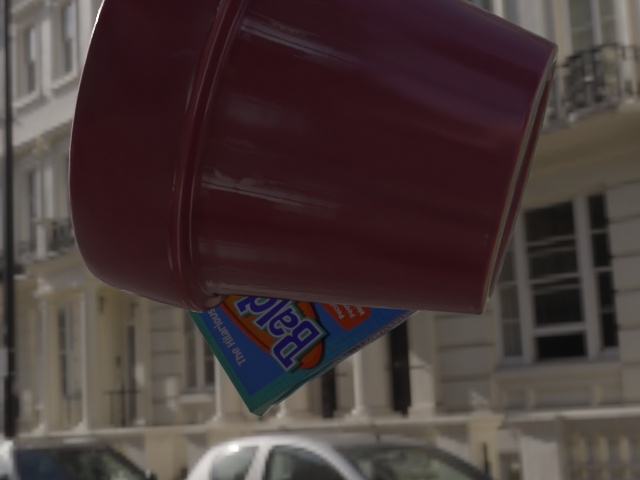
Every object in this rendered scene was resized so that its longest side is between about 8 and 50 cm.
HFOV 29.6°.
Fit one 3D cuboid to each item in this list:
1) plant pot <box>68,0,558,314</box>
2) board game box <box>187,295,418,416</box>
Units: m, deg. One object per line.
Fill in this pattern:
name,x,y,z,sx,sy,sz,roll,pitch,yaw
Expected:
plant pot,0.007,-0.050,0.566,0.180,0.201,0.201,16,-5,10
board game box,0.000,0.000,0.852,0.210,0.160,0.047,-34,-13,-1
